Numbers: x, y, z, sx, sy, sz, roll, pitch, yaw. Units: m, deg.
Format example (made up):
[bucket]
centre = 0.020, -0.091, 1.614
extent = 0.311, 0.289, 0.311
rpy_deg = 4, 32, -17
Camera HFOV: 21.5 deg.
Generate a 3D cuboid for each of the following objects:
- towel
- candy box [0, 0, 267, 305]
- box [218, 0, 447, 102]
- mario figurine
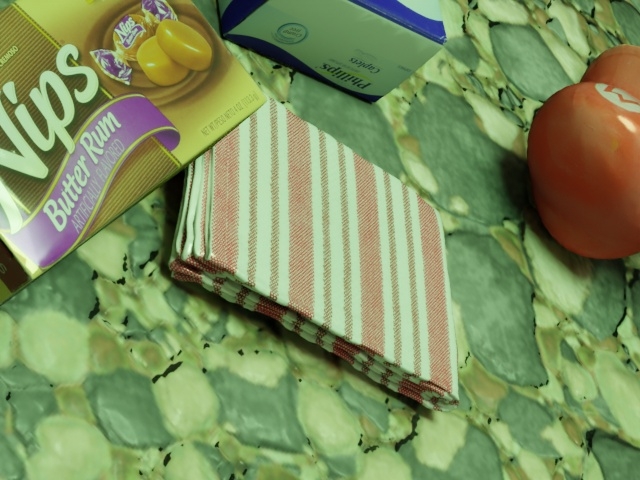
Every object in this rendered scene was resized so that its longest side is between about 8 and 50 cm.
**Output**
[towel]
centre = 0.000, 0.000, 0.924
extent = 0.197, 0.029, 0.144
rpy_deg = 31, 41, -32
[candy box]
centre = -0.120, -0.059, 0.787
extent = 0.109, 0.053, 0.186
rpy_deg = 52, 43, -4
[box]
centre = 0.002, -0.173, 1.022
extent = 0.126, 0.072, 0.137
rpy_deg = 19, 49, -38
[mario figurine]
centre = 0.264, -0.080, 1.154
extent = 0.320, 0.198, 0.170
rpy_deg = 1, 74, -53
